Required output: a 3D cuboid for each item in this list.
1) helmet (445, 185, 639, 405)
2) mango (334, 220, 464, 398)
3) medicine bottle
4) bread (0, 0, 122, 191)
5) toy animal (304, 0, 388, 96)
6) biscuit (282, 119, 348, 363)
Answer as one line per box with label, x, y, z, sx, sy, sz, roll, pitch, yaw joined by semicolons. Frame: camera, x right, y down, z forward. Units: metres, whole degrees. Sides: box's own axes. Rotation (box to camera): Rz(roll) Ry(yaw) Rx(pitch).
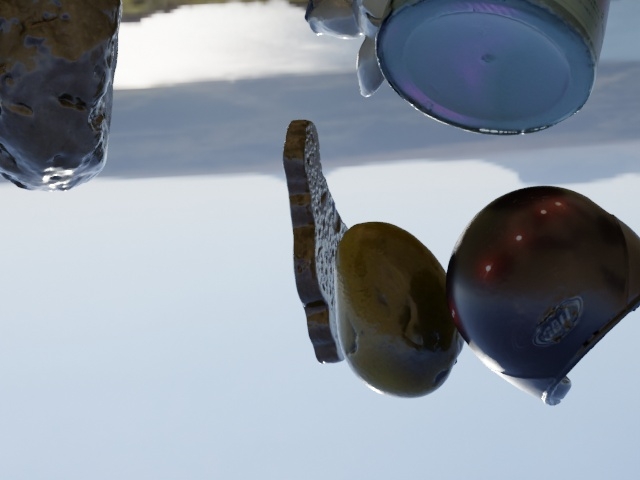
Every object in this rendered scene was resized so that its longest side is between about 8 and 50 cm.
helmet;0.219;0.045;1.134;0.193;0.189;0.216;36;-165;-20
mango;0.077;0.072;1.243;0.137;0.195;0.098;-26;-174;-8
medicine bottle;0.211;-0.303;1.348;0.245;0.290;0.245;12;150;7
bread;-0.216;-0.149;0.911;0.123;0.230;0.230;7;-178;-8
toy animal;0.114;-0.370;1.649;0.325;0.208;0.154;-42;161;23
biscuit;-0.004;0.001;1.504;0.047;0.320;0.183;-5;-149;13
